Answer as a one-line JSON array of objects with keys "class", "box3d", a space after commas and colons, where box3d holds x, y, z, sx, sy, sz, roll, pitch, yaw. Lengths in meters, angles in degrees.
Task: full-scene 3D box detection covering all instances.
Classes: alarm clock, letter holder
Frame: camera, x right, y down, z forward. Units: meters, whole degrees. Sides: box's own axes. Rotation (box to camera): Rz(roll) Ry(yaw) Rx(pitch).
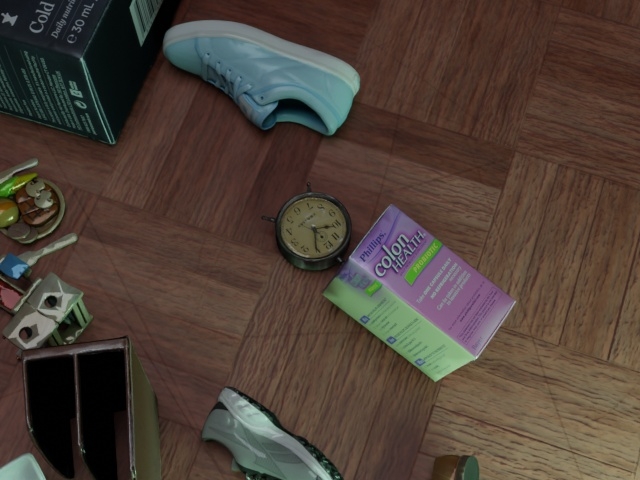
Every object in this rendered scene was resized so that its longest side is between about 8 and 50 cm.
[{"class": "alarm clock", "box3d": [0.000, 0.000, 1.899, 0.129, 0.064, 0.192, -36, 69, -16]}, {"class": "letter holder", "box3d": [-0.324, 0.297, 1.632, 0.152, 0.302, 0.214, -7, 66, -4]}]

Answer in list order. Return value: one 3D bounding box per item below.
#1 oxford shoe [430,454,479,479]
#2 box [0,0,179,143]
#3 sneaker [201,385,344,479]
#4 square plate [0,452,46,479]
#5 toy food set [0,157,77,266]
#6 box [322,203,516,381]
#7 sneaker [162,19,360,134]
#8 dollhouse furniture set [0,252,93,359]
[{"class": "oxford shoe", "box3d": [0.189, 0.434, 1.714, 0.076, 0.076, 0.212, -1, 64, 32]}, {"class": "box", "box3d": [-0.520, -0.490, 1.995, 0.471, 0.297, 0.480, 15, 67, 9]}, {"class": "sneaker", "box3d": [-0.067, 0.342, 1.736, 0.271, 0.100, 0.108, 34, 84, 18]}, {"class": "square plate", "box3d": [-0.489, 0.519, 1.547, 0.347, 0.049, 0.344, -30, 111, -26]}, {"class": "toy food set", "box3d": [-0.510, -0.056, 1.933, 0.132, 0.038, 0.192, -28, 69, -12]}, {"class": "box", "box3d": [0.148, 0.088, 1.754, 0.243, 0.213, 0.117, 37, 70, 2]}, {"class": "sneaker", "box3d": [-0.120, -0.282, 1.987, 0.365, 0.135, 0.150, 14, 63, 7]}, {"class": "dollhouse furniture set", "box3d": [-0.488, 0.107, 1.807, 0.183, 0.129, 0.129, 32, 69, 10]}]
